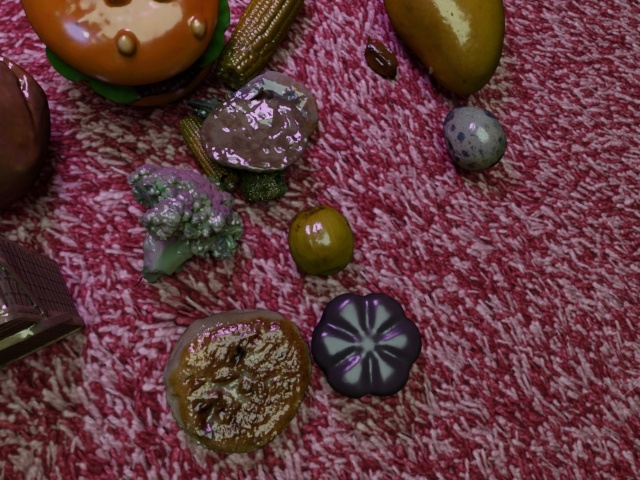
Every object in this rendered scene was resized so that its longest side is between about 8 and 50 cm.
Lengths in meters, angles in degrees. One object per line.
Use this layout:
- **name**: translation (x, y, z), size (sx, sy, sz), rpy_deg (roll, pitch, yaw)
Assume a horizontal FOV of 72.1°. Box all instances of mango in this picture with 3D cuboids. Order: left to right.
- **mango**: translation (0.327, -0.591, 1.139), size (0.301, 0.220, 0.445), rpy_deg (-15, 84, -15)

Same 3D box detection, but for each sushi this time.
- **sushi**: translation (0.161, -0.489, 1.170), size (0.120, 0.052, 0.055), rpy_deg (38, 56, 3)

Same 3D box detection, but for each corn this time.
- **corn**: translation (-0.260, -0.202, 1.026), size (0.068, 0.068, 0.207), rpy_deg (-33, 86, -15)
- **corn**: translation (-0.144, -0.535, 1.097), size (0.120, 0.120, 0.363), rpy_deg (30, 77, -2)

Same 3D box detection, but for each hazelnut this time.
- **hazelnut**: translation (-0.709, -0.211, 0.826), size (0.372, 0.372, 0.315), rpy_deg (10, 115, -7)

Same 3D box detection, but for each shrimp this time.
- **shrimp**: translation (-0.157, -0.326, 1.051), size (0.317, 0.062, 0.164), rpy_deg (8, 98, -10)

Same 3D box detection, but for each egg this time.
- **egg**: translation (0.386, -0.262, 1.113), size (0.141, 0.141, 0.181), rpy_deg (-27, 75, -14)

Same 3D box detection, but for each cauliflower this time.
- **cauliflower**: translation (-0.302, -0.019, 0.929), size (0.256, 0.239, 0.315), rpy_deg (28, 92, -43)

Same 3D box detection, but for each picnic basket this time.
- **picnic basket**: translation (-0.594, 0.134, 0.767), size (0.228, 0.313, 0.175), rpy_deg (-26, 82, -15)

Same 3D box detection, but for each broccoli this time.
- **broccoli**: translation (-0.128, -0.142, 1.017), size (0.120, 0.131, 0.130), rpy_deg (34, 54, -40)

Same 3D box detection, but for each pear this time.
- **pear**: translation (0.000, 0.000, 0.985), size (0.149, 0.149, 0.162), rpy_deg (-15, 85, -13)

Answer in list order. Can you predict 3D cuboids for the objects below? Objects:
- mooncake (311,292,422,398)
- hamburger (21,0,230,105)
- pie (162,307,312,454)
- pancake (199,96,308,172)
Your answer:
- **mooncake**: translation (0.101, 0.227, 0.963), size (0.245, 0.133, 0.245), rpy_deg (1, 75, -2)
- **hamburger**: translation (-0.409, -0.487, 0.920), size (0.396, 0.277, 0.395), rpy_deg (0, 91, -12)
- **pie**: translation (-0.168, 0.289, 0.921), size (0.315, 0.092, 0.315), rpy_deg (2, 78, -11)
- **pancake**: translation (-0.146, -0.236, 0.978), size (0.236, 0.042, 0.222), rpy_deg (-20, 70, -16)
